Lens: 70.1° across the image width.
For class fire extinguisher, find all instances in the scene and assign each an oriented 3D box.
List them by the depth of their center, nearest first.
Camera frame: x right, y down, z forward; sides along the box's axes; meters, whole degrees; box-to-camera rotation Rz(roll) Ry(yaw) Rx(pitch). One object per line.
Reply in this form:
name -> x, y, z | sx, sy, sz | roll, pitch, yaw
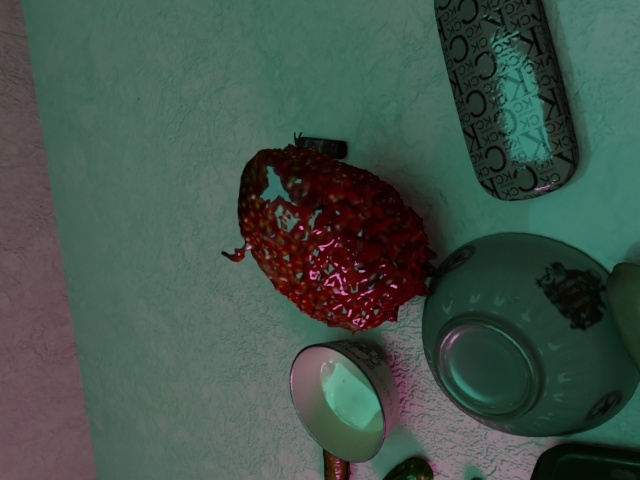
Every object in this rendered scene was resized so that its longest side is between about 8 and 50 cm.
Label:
fire extinguisher -> -0.007, -0.187, 0.921 | 0.132, 0.039, 0.056 | 16, 101, 38

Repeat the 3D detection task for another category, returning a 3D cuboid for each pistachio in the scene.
pistachio -> 0.435, 0.110, 0.542 | 0.129, 0.131, 0.206 | -24, 80, -1

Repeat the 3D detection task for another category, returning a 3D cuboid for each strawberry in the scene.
strawberry -> -0.001, 0.002, 0.742 | 0.292, 0.343, 0.292 | -40, 38, 41

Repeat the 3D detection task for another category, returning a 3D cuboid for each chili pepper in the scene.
chili pepper -> 0.152, 0.513, 0.922 | 0.073, 0.072, 0.204 | 39, 123, 26

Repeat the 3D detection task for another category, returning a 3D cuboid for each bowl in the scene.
bowl -> 0.269, 0.166, 0.682 | 0.337, 0.157, 0.337 | 12, 108, 40
bowl -> 0.061, 0.302, 0.916 | 0.237, 0.126, 0.238 | 11, 107, 39

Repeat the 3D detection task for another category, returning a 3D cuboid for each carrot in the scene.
carrot -> 0.037, 0.502, 1.028 | 0.070, 0.070, 0.260 | 13, 111, 39

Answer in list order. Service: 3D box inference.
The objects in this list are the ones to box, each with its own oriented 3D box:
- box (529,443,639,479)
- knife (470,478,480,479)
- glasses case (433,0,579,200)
box -> 0.380, 0.425, 0.549 | 0.252, 0.328, 0.178 | -13, 103, 44
knife -> 0.273, 0.510, 0.848 | 0.044, 0.023, 0.162 | 24, 116, 40
glasses case -> 0.257, -0.232, 0.645 | 0.137, 0.085, 0.355 | -13, 91, 43
